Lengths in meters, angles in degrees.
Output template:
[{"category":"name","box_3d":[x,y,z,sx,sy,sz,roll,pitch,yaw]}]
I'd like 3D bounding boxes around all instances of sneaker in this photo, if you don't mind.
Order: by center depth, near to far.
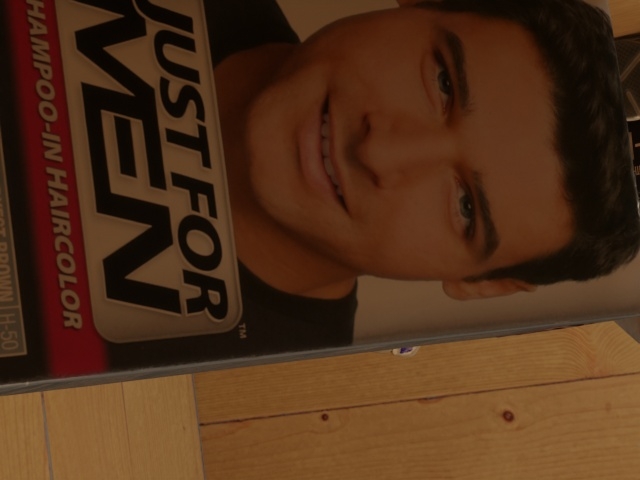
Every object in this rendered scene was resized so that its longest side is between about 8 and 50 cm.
[{"category":"sneaker","box_3d":[0.236,-0.109,1.069,0.152,0.053,0.061,-10,177,23]}]

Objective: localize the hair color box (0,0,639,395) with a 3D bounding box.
[{"category":"hair color box","box_3d":[-0.029,-0.035,0.767,0.375,0.185,0.114,-4,173,-33]}]

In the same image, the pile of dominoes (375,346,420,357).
[{"category":"pile of dominoes","box_3d":[0.067,0.037,1.632,0.196,0.040,0.251,8,133,-26]}]

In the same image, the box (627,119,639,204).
[{"category":"box","box_3d":[0.374,-0.078,1.480,0.307,0.076,0.242,-4,174,-42]}]

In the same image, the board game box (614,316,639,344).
[{"category":"board game box","box_3d":[0.438,0.038,1.564,0.318,0.065,0.318,-9,-159,-13]}]
